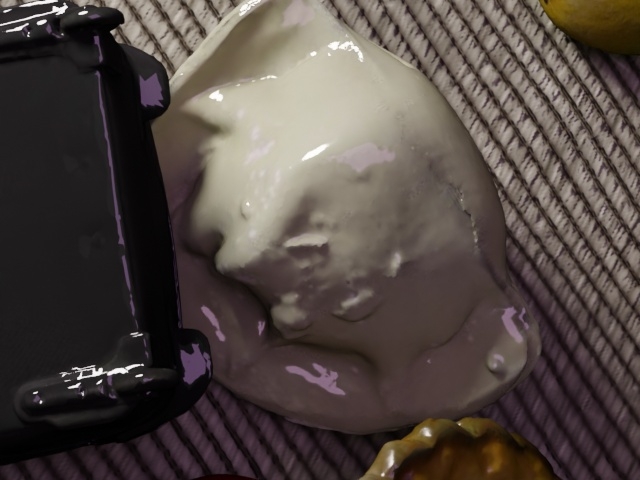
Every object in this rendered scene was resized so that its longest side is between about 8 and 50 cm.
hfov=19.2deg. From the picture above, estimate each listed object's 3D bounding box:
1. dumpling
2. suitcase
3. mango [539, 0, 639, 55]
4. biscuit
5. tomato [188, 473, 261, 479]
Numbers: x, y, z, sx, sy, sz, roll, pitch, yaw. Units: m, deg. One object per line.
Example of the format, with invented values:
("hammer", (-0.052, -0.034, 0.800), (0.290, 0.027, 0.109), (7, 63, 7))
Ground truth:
("dumpling", (0.000, 0.000, 1.606), (0.315, 0.233, 0.395), (-37, 96, 15))
("suitcase", (-0.275, 0.005, 1.489), (0.339, 0.188, 0.345), (-10, 82, 6))
("mango", (0.292, -0.236, 1.760), (0.195, 0.092, 0.130), (-7, 80, -25))
("biscuit", (0.112, 0.304, 1.578), (0.335, 0.078, 0.329), (-2, 101, -44))
("tomato", (-0.080, 0.284, 1.539), (0.195, 0.136, 0.195), (3, 79, -14))
